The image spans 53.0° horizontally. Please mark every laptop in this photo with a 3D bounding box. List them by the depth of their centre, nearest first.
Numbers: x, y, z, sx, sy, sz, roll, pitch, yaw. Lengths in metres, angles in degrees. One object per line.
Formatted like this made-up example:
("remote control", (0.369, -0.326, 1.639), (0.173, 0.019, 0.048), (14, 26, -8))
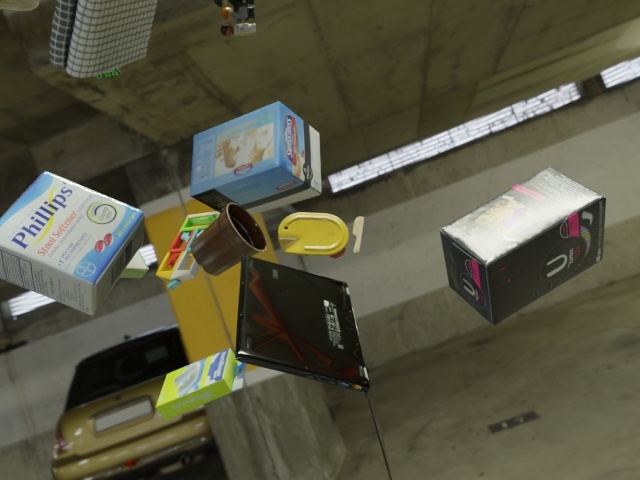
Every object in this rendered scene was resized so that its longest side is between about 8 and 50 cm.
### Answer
("laptop", (-0.013, 0.267, 1.390), (0.408, 0.236, 0.382), (17, 24, -13))

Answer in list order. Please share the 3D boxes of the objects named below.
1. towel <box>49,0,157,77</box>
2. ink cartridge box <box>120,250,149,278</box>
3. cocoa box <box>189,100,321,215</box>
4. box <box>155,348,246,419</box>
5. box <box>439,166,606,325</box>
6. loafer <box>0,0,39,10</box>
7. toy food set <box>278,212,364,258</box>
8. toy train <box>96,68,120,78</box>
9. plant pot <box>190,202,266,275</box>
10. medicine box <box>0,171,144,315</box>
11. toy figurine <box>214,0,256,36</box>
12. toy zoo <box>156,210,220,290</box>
("towel", (-0.503, -0.529, 1.496), (0.235, 0.121, 0.283), (-65, -6, 34))
("ink cartridge box", (-0.672, 0.035, 2.025), (0.056, 0.171, 0.235), (-43, -25, 21))
("cocoa box", (-0.202, -0.237, 1.995), (0.347, 0.231, 0.228), (-15, -26, 29))
("box", (-0.241, 0.289, 1.311), (0.178, 0.042, 0.109), (-24, 23, 11))
("box", (0.383, 0.007, 1.213), (0.270, 0.165, 0.143), (-29, 40, -11))
("loafer", (-0.778, -0.577, 1.499), (0.269, 0.102, 0.092), (12, -38, 2))
("toy food set", (0.000, 0.000, 1.646), (0.218, 0.128, 0.071), (3, -33, -3))
("toy train", (-0.631, -0.498, 1.904), (0.083, 0.023, 0.017), (-7, 15, 17))
("plant pot", (-0.268, 0.008, 1.829), (0.165, 0.167, 0.167), (-36, -11, 17))
("medicine box", (-0.640, 0.004, 1.631), (0.149, 0.289, 0.263), (113, 179, -49))
("toy figurine", (-0.324, -0.889, 2.432), (0.148, 0.213, 0.209), (-4, -39, -5))
("toy zoo", (-0.435, 0.034, 2.115), (0.192, 0.293, 0.030), (-4, -38, 43))
